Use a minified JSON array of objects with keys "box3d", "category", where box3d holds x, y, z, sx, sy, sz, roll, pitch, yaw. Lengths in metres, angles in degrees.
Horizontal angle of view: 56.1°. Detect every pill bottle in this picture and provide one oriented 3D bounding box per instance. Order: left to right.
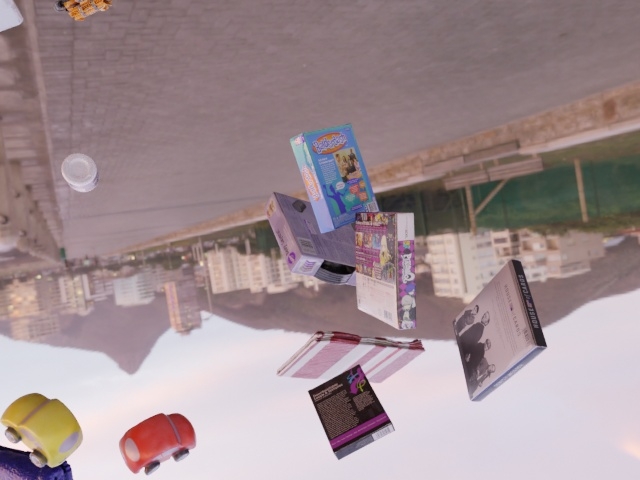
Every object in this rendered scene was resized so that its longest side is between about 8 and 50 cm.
[{"box3d":[-0.698,-0.194,1.760,0.094,0.094,0.169,-9,178,-17],"category":"pill bottle"}]

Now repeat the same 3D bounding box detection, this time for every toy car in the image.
[{"box3d":[-0.262,0.282,0.692,0.238,0.225,0.053,15,132,-18],"category":"toy car"}]

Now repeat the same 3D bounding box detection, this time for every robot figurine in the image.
[{"box3d":[-0.648,-0.713,1.749,0.211,0.085,0.291,-21,-154,13],"category":"robot figurine"}]

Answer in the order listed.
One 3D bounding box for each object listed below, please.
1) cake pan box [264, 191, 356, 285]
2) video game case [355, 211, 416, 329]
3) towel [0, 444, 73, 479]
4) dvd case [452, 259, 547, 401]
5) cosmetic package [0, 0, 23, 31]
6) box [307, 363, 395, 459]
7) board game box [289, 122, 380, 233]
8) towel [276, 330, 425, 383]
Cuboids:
[{"box3d":[0.000,0.000,1.563,0.245,0.267,0.070,12,125,-35],"category":"cake pan box"},{"box3d":[0.122,0.049,1.174,0.041,0.210,0.232,-3,-177,-15],"category":"video game case"},{"box3d":[-0.610,0.506,1.212,0.308,0.228,0.076,7,-156,24],"category":"towel"},{"box3d":[0.329,0.175,1.137,0.029,0.179,0.239,7,142,-15],"category":"dvd case"},{"box3d":[-0.624,-0.487,0.912,0.161,0.453,0.230,-29,141,-14],"category":"cosmetic package"},{"box3d":[0.053,0.313,1.112,0.116,0.029,0.162,-26,-145,-4],"category":"box"},{"box3d":[0.034,-0.137,1.298,0.160,0.210,0.047,-21,-176,-44],"category":"board game box"},{"box3d":[0.079,0.311,1.575,0.328,0.037,0.237,11,141,-27],"category":"towel"}]
